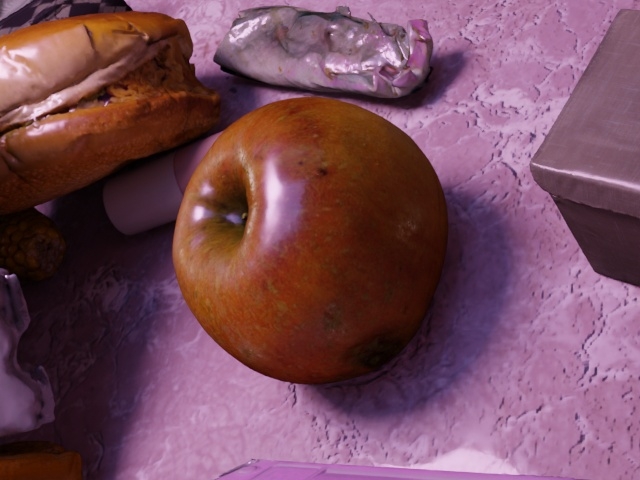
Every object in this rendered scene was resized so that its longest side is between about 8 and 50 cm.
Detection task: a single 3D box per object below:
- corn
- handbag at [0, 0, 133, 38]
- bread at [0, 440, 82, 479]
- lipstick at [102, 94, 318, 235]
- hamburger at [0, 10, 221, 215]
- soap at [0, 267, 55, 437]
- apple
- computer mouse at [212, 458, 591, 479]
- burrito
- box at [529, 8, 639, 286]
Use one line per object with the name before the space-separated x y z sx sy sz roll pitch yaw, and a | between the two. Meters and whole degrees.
corn | -0.407 -0.018 1.137 0.313 0.102 0.102 13 67 36
handbag | -0.455 -0.271 1.319 0.317 0.180 0.416 -47 39 -16
bread | -0.348 0.229 0.808 0.139 0.271 0.077 -5 91 46
lipstick | -0.106 -0.075 0.986 0.254 0.070 0.070 -19 49 22
hamburger | -0.273 -0.141 1.031 0.314 0.290 0.170 -21 93 24
soap | -0.460 0.019 0.921 0.213 0.350 0.435 -21 13 -30
apple | 0.000 0.000 0.786 0.237 0.207 0.237 -25 55 41
computer mouse | 0.033 0.199 0.626 0.310 0.158 0.072 -6 94 32
burrito | -0.003 -0.203 1.014 0.309 0.066 0.096 17 72 44
box | 0.291 -0.040 0.629 0.231 0.149 0.155 19 70 42
